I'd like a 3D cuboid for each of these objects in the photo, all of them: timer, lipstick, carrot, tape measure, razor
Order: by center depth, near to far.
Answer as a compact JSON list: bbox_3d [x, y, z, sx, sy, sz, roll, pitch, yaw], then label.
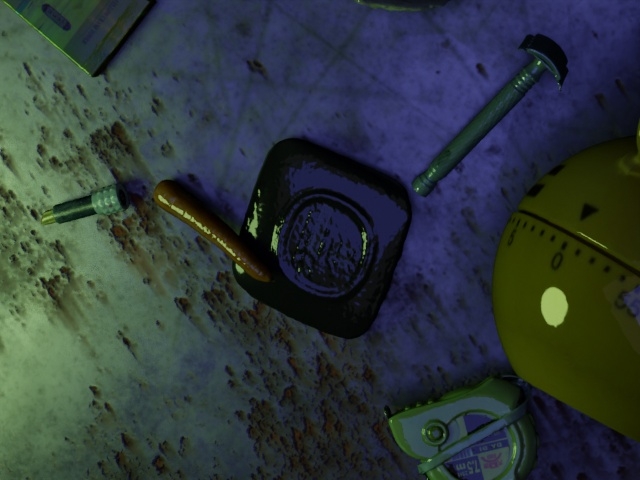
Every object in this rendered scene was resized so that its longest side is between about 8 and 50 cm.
[{"bbox_3d":[0.374,0.017,1.384,0.376,0.376,0.387,31,91,1],"label":"timer"},{"bbox_3d":[0.193,-0.137,1.506,0.068,0.106,0.232,43,114,0],"label":"razor"},{"bbox_3d":[0.186,0.242,1.561,0.177,0.087,0.154,-21,85,9],"label":"tape measure"},{"bbox_3d":[-0.128,-0.010,1.565,0.190,0.037,0.037,38,103,14],"label":"carrot"},{"bbox_3d":[-0.298,-0.041,1.604,0.116,0.037,0.037,-13,98,14],"label":"lipstick"}]

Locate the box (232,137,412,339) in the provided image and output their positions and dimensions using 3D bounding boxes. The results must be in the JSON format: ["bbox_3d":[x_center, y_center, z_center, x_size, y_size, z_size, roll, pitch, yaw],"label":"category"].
[{"bbox_3d":[0.000,0.000,1.566,0.201,0.042,0.213,22,103,3],"label":"box"}]

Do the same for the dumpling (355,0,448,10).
[{"bbox_3d":[0.109,-0.372,1.461,0.179,0.131,0.252,13,81,-19],"label":"dumpling"}]

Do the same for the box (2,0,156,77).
[{"bbox_3d":[-0.310,-0.305,1.560,0.193,0.030,0.121,41,102,-1],"label":"box"}]
